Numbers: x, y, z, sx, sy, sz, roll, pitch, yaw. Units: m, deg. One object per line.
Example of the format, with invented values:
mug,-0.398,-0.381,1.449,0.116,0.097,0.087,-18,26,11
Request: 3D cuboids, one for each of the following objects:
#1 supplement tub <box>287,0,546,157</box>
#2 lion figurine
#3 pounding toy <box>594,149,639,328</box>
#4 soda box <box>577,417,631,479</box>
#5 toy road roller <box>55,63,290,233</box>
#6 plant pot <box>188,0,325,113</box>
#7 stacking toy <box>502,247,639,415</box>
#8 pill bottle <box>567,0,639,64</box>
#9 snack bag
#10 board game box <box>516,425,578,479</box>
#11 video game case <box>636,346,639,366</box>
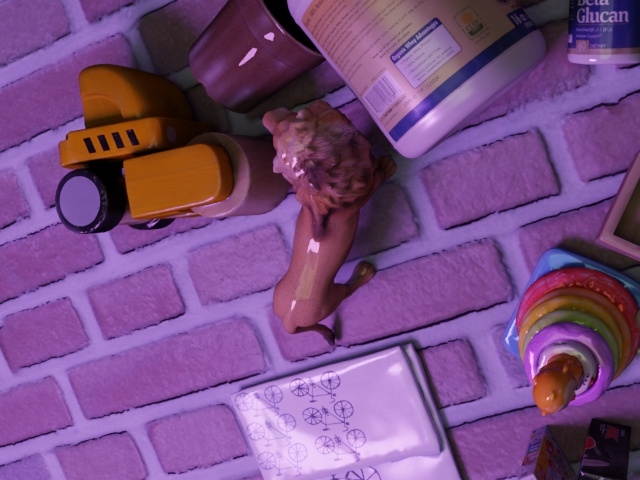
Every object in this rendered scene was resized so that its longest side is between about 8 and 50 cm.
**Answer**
supplement tub,0.102,-0.286,1.133,0.228,0.228,0.316,-38,89,25
lion figurine,0.000,0.000,1.240,0.142,0.240,0.392,10,108,18
pounding toy,0.438,0.016,1.137,0.181,0.094,0.206,25,93,12
soda box,0.377,0.299,1.213,0.060,0.169,0.053,11,106,18
toy road roller,-0.224,-0.142,1.317,0.330,0.202,0.240,-7,90,24
plant pot,-0.084,-0.270,1.254,0.165,0.167,0.167,-37,89,32
stacking toy,0.307,0.138,1.125,0.166,0.302,0.175,26,110,13
pill bottle,0.351,-0.302,1.108,0.094,0.094,0.169,3,105,20
snack bag,0.053,0.353,1.424,0.323,0.037,0.342,-18,97,23
board game box,0.317,0.333,1.253,0.026,0.154,0.103,-30,92,24
video game case,0.531,0.212,1.214,0.173,0.022,0.190,-15,99,23
